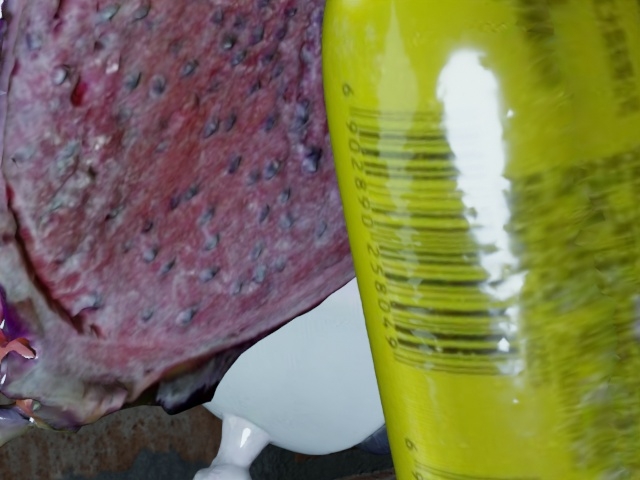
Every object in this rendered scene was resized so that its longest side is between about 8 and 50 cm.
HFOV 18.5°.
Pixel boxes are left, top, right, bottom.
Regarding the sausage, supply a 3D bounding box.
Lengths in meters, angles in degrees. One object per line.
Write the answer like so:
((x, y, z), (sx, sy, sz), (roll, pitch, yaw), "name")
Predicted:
((0.078, 0.035, 0.629), (0.123, 0.123, 0.347), (-107, 6, -71), "sausage")

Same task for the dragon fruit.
((-0.095, -0.125, 0.700), (0.263, 0.314, 0.296), (38, 156, 34), "dragon fruit")

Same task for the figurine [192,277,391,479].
((-0.003, -0.066, 0.944), (0.253, 0.211, 0.361), (-167, 63, -79), "figurine")
